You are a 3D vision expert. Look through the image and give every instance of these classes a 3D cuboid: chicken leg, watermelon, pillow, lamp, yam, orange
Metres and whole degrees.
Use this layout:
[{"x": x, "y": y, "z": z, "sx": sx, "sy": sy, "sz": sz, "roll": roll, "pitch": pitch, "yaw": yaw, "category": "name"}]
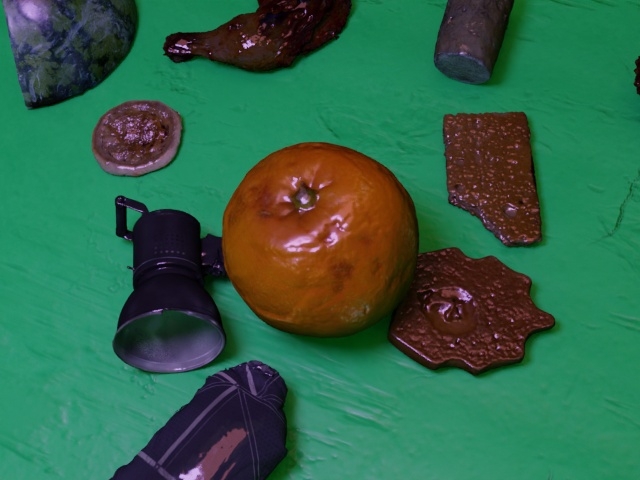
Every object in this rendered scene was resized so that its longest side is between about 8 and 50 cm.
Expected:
[{"x": -0.097, "y": -0.358, "z": 1.525, "sx": 0.323, "sy": 0.083, "sz": 0.177, "roll": -34, "pitch": 53, "yaw": -16, "category": "chicken leg"}, {"x": -0.426, "y": -0.370, "z": 1.532, "sx": 0.180, "sy": 0.224, "sz": 0.305, "roll": -27, "pitch": 49, "yaw": 43, "category": "watermelon"}, {"x": -0.164, "y": 0.284, "z": 1.124, "sx": 0.161, "sy": 0.092, "sz": 0.335, "roll": 35, "pitch": 67, "yaw": 28, "category": "pillow"}, {"x": -0.199, "y": 0.047, "z": 1.259, "sx": 0.172, "sy": 0.147, "sz": 0.227, "roll": 0, "pitch": 50, "yaw": -9, "category": "lamp"}, {"x": 0.242, "y": -0.335, "z": 1.451, "sx": 0.107, "sy": 0.107, "sz": 0.194, "roll": 12, "pitch": 62, "yaw": 13, "category": "yam"}, {"x": 0.000, "y": 0.000, "z": 1.200, "sx": 0.261, "sy": 0.261, "sz": 0.261, "roll": -3, "pitch": 59, "yaw": 4, "category": "orange"}]

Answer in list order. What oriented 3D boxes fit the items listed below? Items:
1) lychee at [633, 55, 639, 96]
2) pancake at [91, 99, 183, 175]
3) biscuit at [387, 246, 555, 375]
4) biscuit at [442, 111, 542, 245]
[{"x": 0.549, "y": -0.243, "z": 1.330, "sx": 0.188, "sy": 0.188, "sz": 0.188, "roll": -3, "pitch": 59, "yaw": 4, "category": "lychee"}, {"x": -0.289, "y": -0.165, "z": 1.450, "sx": 0.152, "sy": 0.025, "sz": 0.151, "roll": -3, "pitch": 58, "yaw": 6, "category": "pancake"}, {"x": 0.205, "y": 0.097, "z": 1.233, "sx": 0.215, "sy": 0.034, "sz": 0.182, "roll": 9, "pitch": 61, "yaw": 9, "category": "biscuit"}, {"x": 0.249, "y": -0.092, "z": 1.349, "sx": 0.131, "sy": 0.026, "sz": 0.236, "roll": -3, "pitch": 59, "yaw": 6, "category": "biscuit"}]
